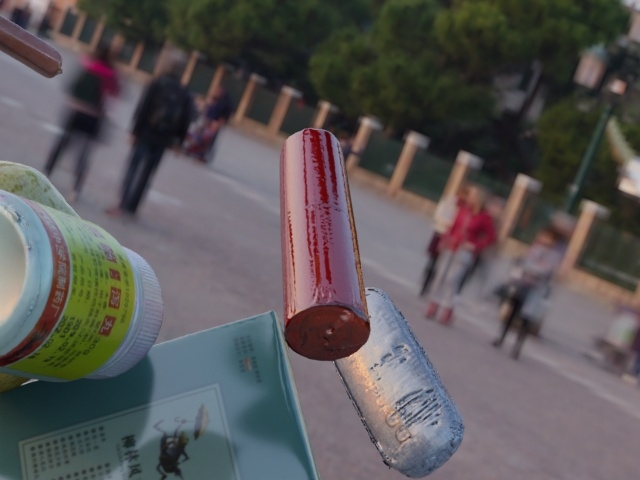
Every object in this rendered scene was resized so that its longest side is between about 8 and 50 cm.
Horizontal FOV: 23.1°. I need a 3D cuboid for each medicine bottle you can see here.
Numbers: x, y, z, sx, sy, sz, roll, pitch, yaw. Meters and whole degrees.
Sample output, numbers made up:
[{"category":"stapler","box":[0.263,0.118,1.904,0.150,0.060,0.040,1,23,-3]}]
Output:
[{"category":"medicine bottle","box":[-0.230,0.043,1.273,0.139,0.139,0.225,23,-2,22]}]

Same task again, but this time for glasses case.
[{"category":"glasses case","box":[0.087,0.173,1.939,0.067,0.109,0.282,41,15,-48]}]

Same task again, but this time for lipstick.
[{"category":"lipstick","box":[-0.001,0.000,1.382,0.073,0.073,0.279,20,31,-16]}]

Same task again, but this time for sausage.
[{"category":"sausage","box":[-0.335,-0.216,1.651,0.147,0.030,0.035,29,41,-24]}]

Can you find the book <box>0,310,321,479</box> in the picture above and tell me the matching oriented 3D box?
[{"category":"book","box":[-0.192,0.223,1.469,0.379,0.264,0.031,-15,-35,1]}]

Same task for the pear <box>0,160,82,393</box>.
[{"category":"pear","box":[-0.326,0.043,1.490,0.188,0.228,0.211,21,-35,-29]}]
